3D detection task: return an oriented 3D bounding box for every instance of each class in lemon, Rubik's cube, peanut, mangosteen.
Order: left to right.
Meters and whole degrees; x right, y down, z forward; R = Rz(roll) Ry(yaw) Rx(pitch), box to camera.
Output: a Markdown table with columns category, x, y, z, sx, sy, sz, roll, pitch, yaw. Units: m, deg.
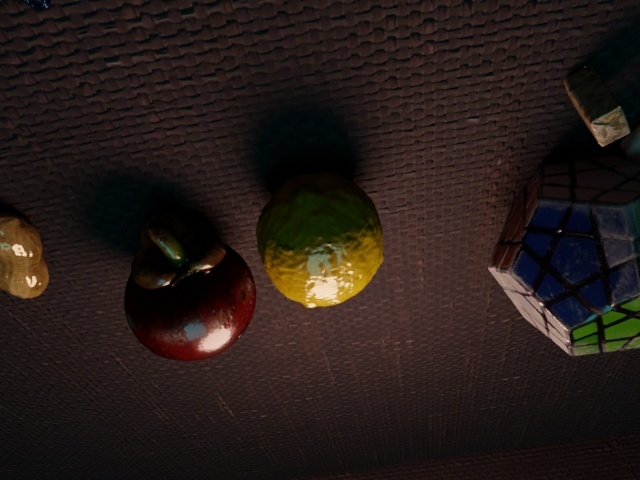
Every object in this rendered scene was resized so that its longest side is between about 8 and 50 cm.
| category | x | y | z | sx | sy | sz | roll | pitch | yaw |
| --- | --- | --- | --- | --- | --- | --- | --- | --- | --- |
| peanut | -0.488 | 0.025 | 0.981 | 0.089 | 0.089 | 0.193 | 2 | 138 | -11 |
| mangosteen | -0.219 | 0.066 | 0.987 | 0.215 | 0.215 | 0.258 | -12 | 122 | 7 |
| lemon | 0.000 | 0.000 | 0.930 | 0.192 | 0.192 | 0.231 | -9 | 137 | 3 |
| Rubik's cube | 0.427 | 0.023 | 0.963 | 0.319 | 0.319 | 0.264 | -32 | 164 | 30 |

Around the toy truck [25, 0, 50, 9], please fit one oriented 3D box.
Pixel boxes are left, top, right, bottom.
| category | x | y | z | sx | sy | sz | roll | pitch | yaw |
| --- | --- | --- | --- | --- | --- | --- | --- | --- | --- |
| toy truck | -0.254 | -0.292 | 0.617 | 0.136 | 0.063 | 0.074 | -20 | 122 | 13 |

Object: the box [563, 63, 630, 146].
| category | x | y | z | sx | sy | sz | roll | pitch | yaw |
| --- | --- | --- | --- | --- | --- | --- | --- | --- | --- |
| box | 0.368 | -0.180 | 0.822 | 0.045 | 0.098 | 0.062 | -31 | 139 | 21 |

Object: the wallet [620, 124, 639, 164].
| category | x | y | z | sx | sy | sz | roll | pitch | yaw |
| --- | --- | --- | --- | --- | --- | --- | --- | --- | --- |
| wallet | 0.534 | -0.179 | 0.904 | 0.095 | 0.033 | 0.190 | 15 | 138 | -24 |
